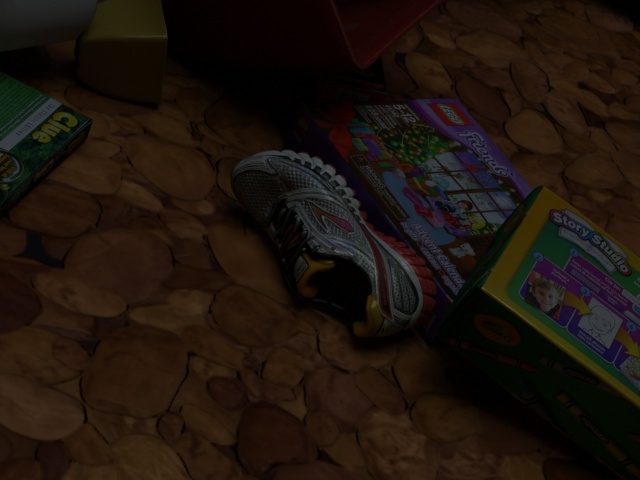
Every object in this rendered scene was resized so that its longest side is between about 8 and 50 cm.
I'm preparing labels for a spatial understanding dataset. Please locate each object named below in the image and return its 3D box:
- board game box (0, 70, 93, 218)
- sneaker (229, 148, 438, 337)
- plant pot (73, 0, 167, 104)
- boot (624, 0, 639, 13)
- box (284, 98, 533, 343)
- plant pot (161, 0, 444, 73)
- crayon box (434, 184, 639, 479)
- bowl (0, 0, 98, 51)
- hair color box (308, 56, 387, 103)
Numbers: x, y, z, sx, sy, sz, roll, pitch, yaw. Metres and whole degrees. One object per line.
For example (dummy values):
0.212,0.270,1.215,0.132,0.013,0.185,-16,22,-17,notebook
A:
-0.316,-0.074,1.503,0.136,0.030,0.259,27,35,8,board game box
0.000,0.000,1.539,0.225,0.088,0.093,40,39,22,sneaker
-0.197,-0.187,1.682,0.083,0.081,0.081,-1,40,-13,plant pot
0.339,-0.352,2.194,0.207,0.094,0.246,-9,40,-43,boot
0.120,-0.028,1.671,0.201,0.057,0.293,-5,44,-36,box
-0.046,-0.316,1.747,0.236,0.267,0.267,-10,21,34,plant pot
0.256,0.097,1.507,0.278,0.081,0.165,37,43,0,crayon box
-0.294,-0.209,1.634,0.142,0.053,0.142,4,14,42,bowl
0.026,-0.186,1.838,0.072,0.043,0.141,12,35,-15,hair color box
